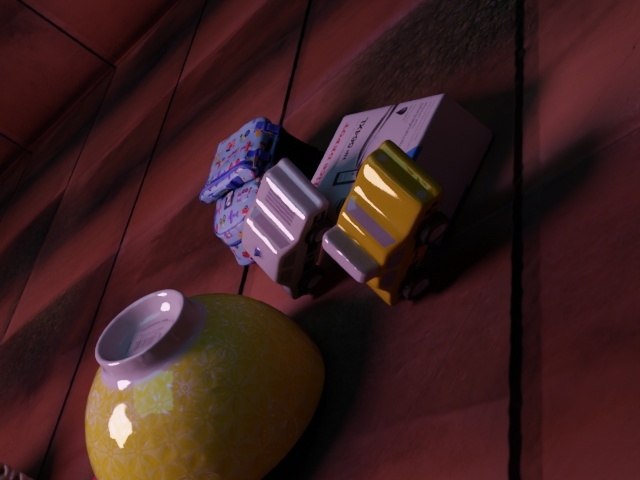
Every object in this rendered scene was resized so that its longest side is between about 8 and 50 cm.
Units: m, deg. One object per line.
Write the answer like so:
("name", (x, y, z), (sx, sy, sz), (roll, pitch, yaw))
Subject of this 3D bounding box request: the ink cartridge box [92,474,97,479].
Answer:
("ink cartridge box", (-0.217, 0.315, 1.234), (0.175, 0.072, 0.127), (-10, 50, 57))

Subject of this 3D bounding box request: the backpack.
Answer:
("backpack", (-0.092, -0.060, 1.419), (0.158, 0.117, 0.173), (-22, 43, 51))

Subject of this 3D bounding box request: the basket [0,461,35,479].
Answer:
("basket", (-0.627, 0.489, 1.519), (0.328, 0.266, 0.331), (-39, 31, 31))

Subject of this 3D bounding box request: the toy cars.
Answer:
("toy cars", (0.000, 0.000, 1.100), (0.087, 0.176, 0.394), (-31, 14, -27))

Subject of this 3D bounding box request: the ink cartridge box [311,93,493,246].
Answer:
("ink cartridge box", (0.078, -0.073, 1.169), (0.203, 0.086, 0.148), (-3, 57, 59))

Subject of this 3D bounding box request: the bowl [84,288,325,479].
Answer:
("bowl", (-0.156, 0.147, 1.132), (0.289, 0.156, 0.289), (-25, 28, 15))
